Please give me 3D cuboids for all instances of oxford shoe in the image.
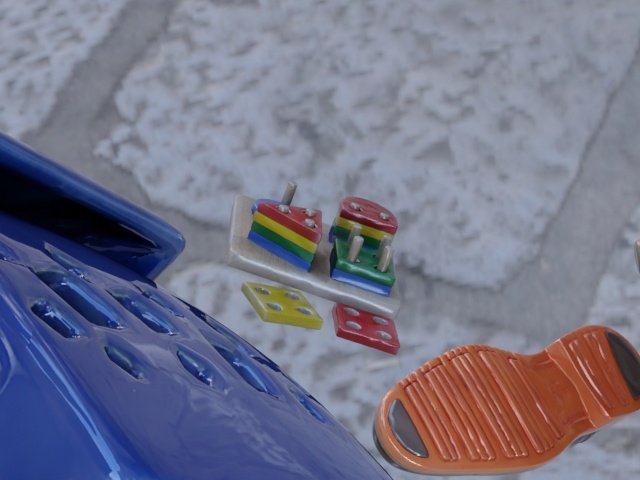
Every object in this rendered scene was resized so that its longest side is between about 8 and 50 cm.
[{"bbox_3d":[0.169,0.177,1.601,0.363,0.133,0.130,-5,62,-44],"label":"oxford shoe"}]

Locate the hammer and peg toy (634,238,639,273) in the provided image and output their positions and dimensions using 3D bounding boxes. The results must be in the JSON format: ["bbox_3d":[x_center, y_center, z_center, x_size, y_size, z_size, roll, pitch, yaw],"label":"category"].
[{"bbox_3d":[0.374,0.149,1.496,0.127,0.266,0.361,-9,21,5],"label":"hammer and peg toy"}]

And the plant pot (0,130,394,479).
[{"bbox_3d":[-0.136,0.090,0.605,0.236,0.236,0.212,-41,63,10],"label":"plant pot"}]

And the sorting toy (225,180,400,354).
[{"bbox_3d":[0.000,0.000,1.256,0.132,0.046,0.274,19,19,-7],"label":"sorting toy"}]
